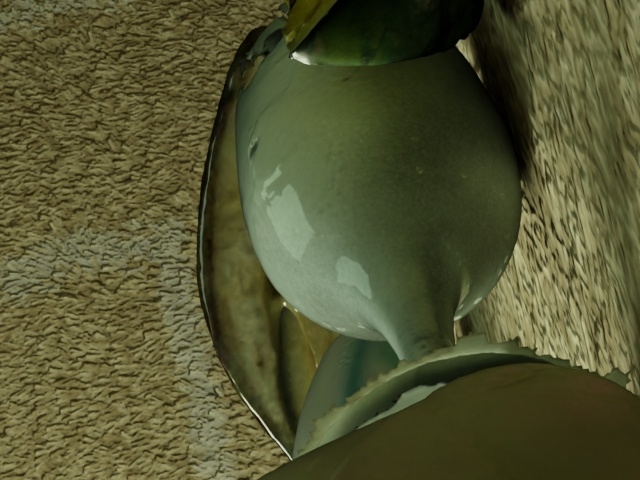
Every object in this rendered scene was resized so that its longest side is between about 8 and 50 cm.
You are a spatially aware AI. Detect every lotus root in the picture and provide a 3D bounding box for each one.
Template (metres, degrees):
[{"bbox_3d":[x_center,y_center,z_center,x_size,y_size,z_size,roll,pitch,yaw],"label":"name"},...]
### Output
[{"bbox_3d":[0.001,-0.001,1.333,0.142,0.210,0.314,-145,55,-70],"label":"lotus root"}]

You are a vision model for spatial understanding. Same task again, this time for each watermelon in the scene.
[{"bbox_3d":[0.028,-0.140,0.790,0.181,0.092,0.075,-90,3,-61],"label":"watermelon"}]

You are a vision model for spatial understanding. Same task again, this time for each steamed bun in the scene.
[{"bbox_3d":[0.072,0.167,0.557,0.152,0.170,0.239,18,127,60],"label":"steamed bun"}]

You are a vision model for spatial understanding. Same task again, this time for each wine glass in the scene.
[{"bbox_3d":[0.037,0.007,0.793,0.321,0.143,0.143,-102,1,-55],"label":"wine glass"}]

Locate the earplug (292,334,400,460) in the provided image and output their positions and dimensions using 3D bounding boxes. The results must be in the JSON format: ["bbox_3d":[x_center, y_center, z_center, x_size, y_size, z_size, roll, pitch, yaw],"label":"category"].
[{"bbox_3d":[0.052,0.186,1.158,0.185,0.185,0.324,80,-178,-52],"label":"earplug"}]
